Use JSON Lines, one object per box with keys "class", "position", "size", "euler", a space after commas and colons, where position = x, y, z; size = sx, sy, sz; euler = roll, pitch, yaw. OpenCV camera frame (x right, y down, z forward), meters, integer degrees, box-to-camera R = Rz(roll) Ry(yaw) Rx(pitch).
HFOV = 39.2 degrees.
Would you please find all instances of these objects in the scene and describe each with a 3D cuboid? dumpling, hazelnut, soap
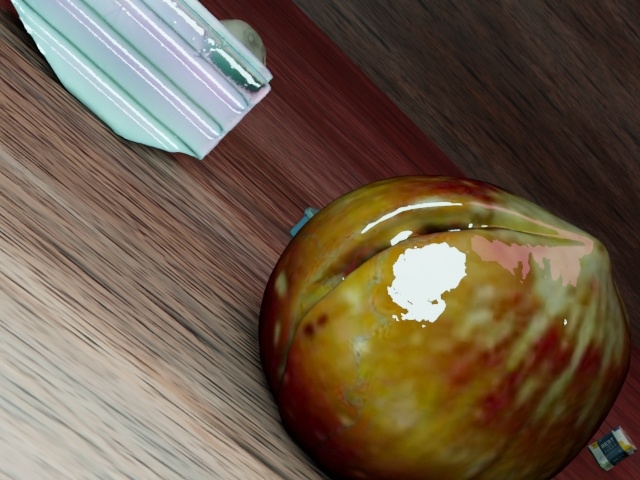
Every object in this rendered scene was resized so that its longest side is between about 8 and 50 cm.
{"class": "dumpling", "position": [-0.191, -0.339, 1.662], "size": [0.172, 0.142, 0.247], "euler": [14, 22, 10]}
{"class": "hazelnut", "position": [0.135, 0.109, 1.059], "size": [0.429, 0.402, 0.402], "euler": [33, 22, -27]}
{"class": "soap", "position": [-0.242, -0.253, 1.186], "size": [0.324, 0.193, 0.109], "euler": [41, 16, -18]}

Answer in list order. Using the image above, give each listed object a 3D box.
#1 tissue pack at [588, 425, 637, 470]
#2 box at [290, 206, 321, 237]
{"class": "tissue pack", "position": [0.640, 0.455, 1.969], "size": [0.042, 0.083, 0.062], "euler": [37, 20, -37]}
{"class": "box", "position": [0.000, 0.000, 1.456], "size": [0.099, 0.054, 0.074], "euler": [54, 16, 19]}
